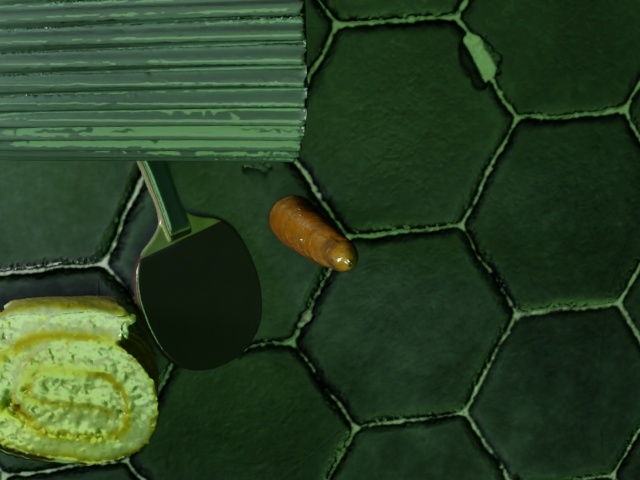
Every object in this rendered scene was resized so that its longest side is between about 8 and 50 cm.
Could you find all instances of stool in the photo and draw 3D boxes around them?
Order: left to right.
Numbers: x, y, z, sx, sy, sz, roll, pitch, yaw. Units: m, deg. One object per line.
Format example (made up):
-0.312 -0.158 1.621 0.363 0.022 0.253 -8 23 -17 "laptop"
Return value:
-0.195 -0.212 1.146 0.330 0.297 0.297 -5 108 -8 "stool"

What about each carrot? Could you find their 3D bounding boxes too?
0.000 0.000 1.295 0.061 0.210 0.061 -5 105 -17 "carrot"

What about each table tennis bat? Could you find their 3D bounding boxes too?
-0.153 0.018 1.340 0.154 0.021 0.274 -27 106 -30 "table tennis bat"

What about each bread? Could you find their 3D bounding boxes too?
-0.306 0.149 1.312 0.257 0.124 0.186 4 99 -15 "bread"
